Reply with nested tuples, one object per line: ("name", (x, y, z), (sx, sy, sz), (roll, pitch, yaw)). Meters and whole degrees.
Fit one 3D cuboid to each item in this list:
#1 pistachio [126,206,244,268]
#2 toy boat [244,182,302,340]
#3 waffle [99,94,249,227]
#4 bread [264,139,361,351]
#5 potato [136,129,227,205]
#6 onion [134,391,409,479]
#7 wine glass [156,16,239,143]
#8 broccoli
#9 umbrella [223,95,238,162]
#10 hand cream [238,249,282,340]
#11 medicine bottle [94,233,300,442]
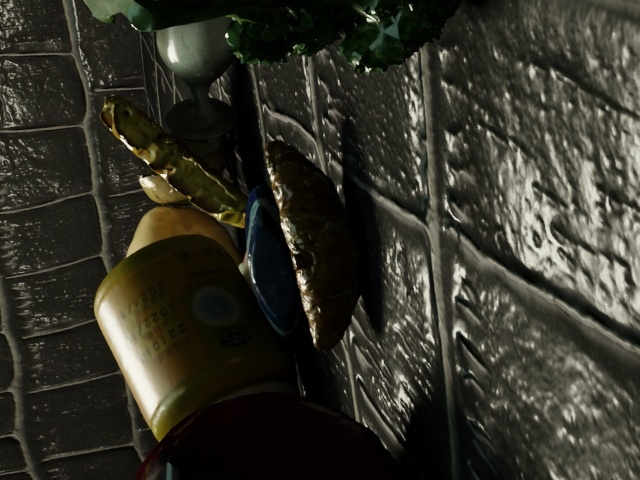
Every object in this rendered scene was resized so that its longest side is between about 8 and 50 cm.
("pistachio", (-0.242, 0.087, 1.927), (0.230, 0.230, 0.308), (-120, 24, -58))
("toy boat", (-0.066, 0.024, 1.570), (0.291, 0.067, 0.220), (-105, 5, -85))
("waffle", (-0.222, -0.119, 1.707), (0.283, 0.065, 0.309), (38, 179, -39))
("bread", (0.000, 0.000, 1.160), (0.105, 0.076, 0.233), (-140, 33, -89))
("potato", (-0.227, -0.135, 1.962), (0.243, 0.138, 0.098), (-74, -29, -58))
("onion", (-0.032, 0.315, 1.138), (0.385, 0.348, 0.347), (-20, -77, -67))
("wine glass", (-0.186, -0.277, 1.673), (0.126, 0.126, 0.241), (-112, 19, -44))
("broccoli", (-0.027, -0.236, 0.706), (0.308, 0.275, 0.308), (42, 154, 26))
("umbrella", (-0.145, -0.183, 1.807), (0.013, 0.022, 0.122), (-71, -7, -59))
("hand cream", (-0.098, 0.146, 1.721), (0.147, 0.093, 0.305), (111, 156, -69))
("medicine bottle", (-0.152, 0.195, 1.544), (0.384, 0.224, 0.224), (58, 157, 30))
